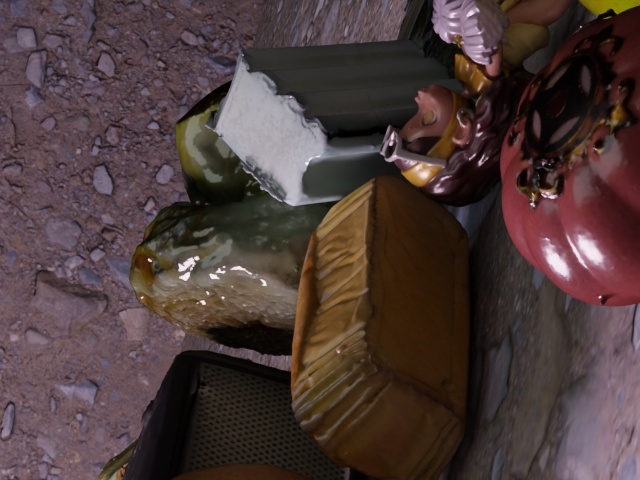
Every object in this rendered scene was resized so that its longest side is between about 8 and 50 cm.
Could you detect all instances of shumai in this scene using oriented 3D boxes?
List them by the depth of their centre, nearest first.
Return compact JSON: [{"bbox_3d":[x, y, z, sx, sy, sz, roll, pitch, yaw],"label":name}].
[{"bbox_3d":[-0.035,-0.032,1.839,0.309,0.304,0.263,-6,68,45],"label":"shumai"}]

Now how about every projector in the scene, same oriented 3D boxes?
[{"bbox_3d":[-0.125,0.377,1.823,0.405,0.242,0.395,-82,11,-48],"label":"projector"}]

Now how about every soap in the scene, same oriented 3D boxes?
[{"bbox_3d":[0.030,-0.112,1.694,0.150,0.261,0.094,42,123,32],"label":"soap"}]

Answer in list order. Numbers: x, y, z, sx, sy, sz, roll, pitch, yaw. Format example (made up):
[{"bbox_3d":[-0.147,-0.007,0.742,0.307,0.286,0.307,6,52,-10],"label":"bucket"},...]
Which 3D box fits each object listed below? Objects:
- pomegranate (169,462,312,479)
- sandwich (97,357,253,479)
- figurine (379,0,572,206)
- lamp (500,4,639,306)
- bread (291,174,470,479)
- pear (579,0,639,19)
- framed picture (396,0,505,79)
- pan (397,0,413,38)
[{"bbox_3d":[-0.061,0.321,1.408,0.319,0.319,0.319,-164,90,-81],"label":"pomegranate"},{"bbox_3d":[-0.129,0.232,2.157,0.155,0.227,0.198,159,126,-78],"label":"sandwich"},{"bbox_3d":[0.143,-0.144,1.528,0.175,0.116,0.240,-125,58,-76],"label":"figurine"},{"bbox_3d":[0.188,-0.045,1.037,0.182,0.140,0.182,-44,32,37],"label":"lamp"},{"bbox_3d":[0.059,0.076,1.555,0.119,0.152,0.288,-44,25,33],"label":"bread"},{"bbox_3d":[0.213,-0.361,1.315,0.399,0.165,0.399,-164,90,-81],"label":"pear"},{"bbox_3d":[0.121,-0.178,1.901,0.240,0.020,0.324,-98,24,-43],"label":"framed picture"},{"bbox_3d":[0.117,-0.291,2.232,0.235,0.028,0.136,-92,21,-56],"label":"pan"}]
